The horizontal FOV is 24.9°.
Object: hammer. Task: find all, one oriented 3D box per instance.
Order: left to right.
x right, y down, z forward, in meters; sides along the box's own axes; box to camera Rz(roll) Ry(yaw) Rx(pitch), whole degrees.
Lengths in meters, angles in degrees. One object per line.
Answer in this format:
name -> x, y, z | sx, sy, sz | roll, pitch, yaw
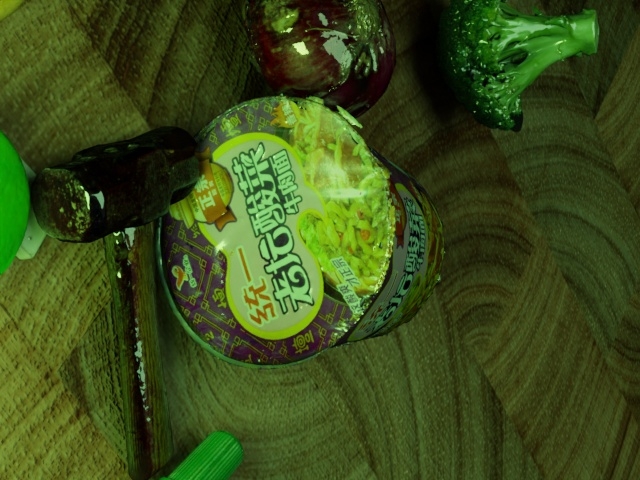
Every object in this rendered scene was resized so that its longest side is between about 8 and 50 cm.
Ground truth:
hammer -> -0.213, 0.082, 1.717 | 0.242, 0.095, 0.408 | -27, 113, -62

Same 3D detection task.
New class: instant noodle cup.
instant noodle cup -> 0.000, 0.000, 1.851 | 0.266, 0.340, 0.339 | 11, 76, -60

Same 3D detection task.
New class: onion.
onion -> -0.007, -0.279, 1.973 | 0.246, 0.190, 0.246 | 45, 32, -38

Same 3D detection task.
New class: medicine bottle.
medicine bottle -> -0.193, 0.335, 1.735 | 0.309, 0.076, 0.111 | -47, 129, -46

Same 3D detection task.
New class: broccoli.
broccoli -> 0.318, -0.318, 2.351 | 0.269, 0.269, 0.254 | -52, 136, -43

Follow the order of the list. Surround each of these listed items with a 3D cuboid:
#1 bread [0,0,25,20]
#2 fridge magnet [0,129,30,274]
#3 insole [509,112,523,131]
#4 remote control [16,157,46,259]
bread -> -0.378, -0.313, 1.512 | 0.262, 0.163, 0.204 | -46, 133, -29
fridge magnet -> -0.394, -0.036, 1.485 | 0.208, 0.088, 0.208 | -10, 105, -41
insole -> 0.297, -0.286, 2.526 | 0.253, 0.005, 0.086 | 51, 47, -37
remote control -> -0.364, -0.069, 1.599 | 0.190, 0.029, 0.087 | 51, 47, -36
